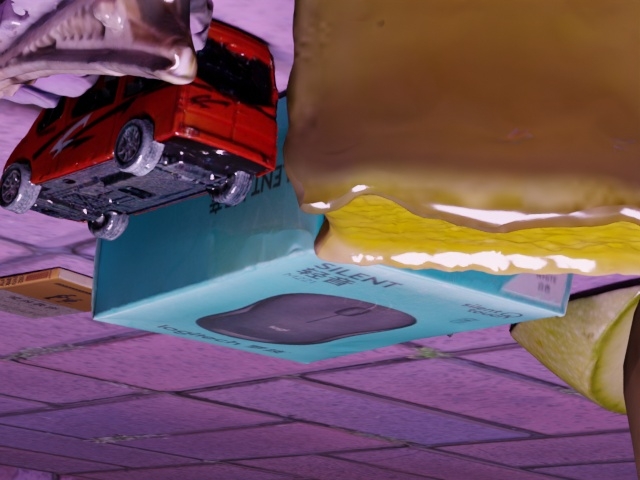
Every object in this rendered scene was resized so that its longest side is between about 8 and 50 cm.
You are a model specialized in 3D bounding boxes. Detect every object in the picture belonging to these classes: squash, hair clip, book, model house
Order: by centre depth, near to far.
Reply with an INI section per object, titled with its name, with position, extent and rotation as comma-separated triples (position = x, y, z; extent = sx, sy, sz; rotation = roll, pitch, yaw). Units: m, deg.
[model house]
position = 0.088, -0.052, 0.714
extent = 0.193, 0.175, 0.234
rotation = 2, 161, 5
[hair clip]
position = -0.135, -0.102, 0.784
extent = 0.106, 0.085, 0.292
rotation = 10, 169, -37
[squash]
position = 0.282, 0.081, 1.429
extent = 0.237, 0.155, 0.204
rotation = 20, 121, -40
[book]
position = -0.272, 0.055, 1.475
extent = 0.172, 0.012, 0.118
rotation = -9, 160, 38

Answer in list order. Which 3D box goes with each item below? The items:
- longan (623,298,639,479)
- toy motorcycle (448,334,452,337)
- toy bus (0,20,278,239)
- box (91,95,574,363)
[longan]
position = 0.342, 0.060, 0.742
extent = 0.404, 0.336, 0.404
rotation = -29, 170, -5
[toy motorcycle]
position = 0.059, 0.053, 1.314
extent = 0.173, 0.058, 0.100
rotation = 7, 171, -5
[toy bus]
position = -0.112, -0.062, 0.883
extent = 0.081, 0.089, 0.195
rotation = 18, 158, -39
[box]
position = 0.000, 0.000, 1.026
extent = 0.205, 0.118, 0.311
rotation = 13, 162, -34
